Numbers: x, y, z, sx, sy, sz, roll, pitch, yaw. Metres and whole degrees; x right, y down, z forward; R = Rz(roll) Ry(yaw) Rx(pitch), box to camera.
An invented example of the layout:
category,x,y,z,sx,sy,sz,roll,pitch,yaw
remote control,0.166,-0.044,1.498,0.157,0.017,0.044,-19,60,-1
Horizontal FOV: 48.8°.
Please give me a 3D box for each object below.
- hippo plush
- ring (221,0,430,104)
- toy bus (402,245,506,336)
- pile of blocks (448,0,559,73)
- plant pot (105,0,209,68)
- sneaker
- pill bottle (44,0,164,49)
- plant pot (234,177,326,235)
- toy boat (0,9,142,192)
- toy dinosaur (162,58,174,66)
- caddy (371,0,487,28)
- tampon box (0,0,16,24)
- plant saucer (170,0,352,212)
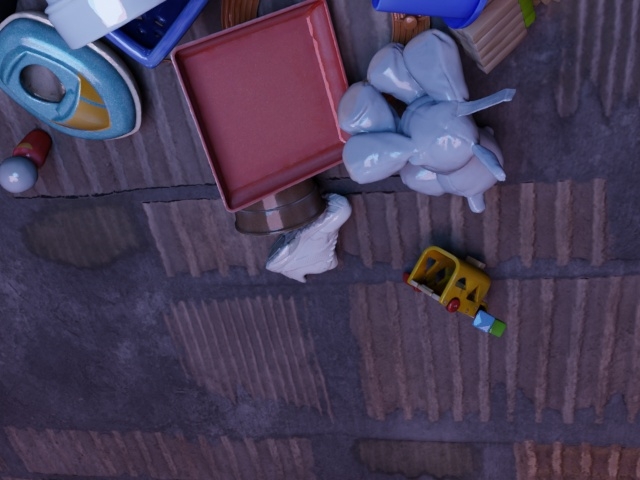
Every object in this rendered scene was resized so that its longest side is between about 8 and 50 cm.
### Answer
category,x,y,z,sx,sy,sz,roll,pitch,yaw
hippo plush,0.196,-0.176,1.098,0.294,0.234,0.237,3,171,35
ring,0.003,-0.335,1.117,0.337,0.032,0.336,5,126,7
toy bus,0.261,0.080,1.308,0.191,0.202,0.104,28,95,0
pile of blocks,0.290,-0.417,0.975,0.112,0.149,0.362,49,120,29
plant pot,-0.236,-0.427,0.987,0.236,0.212,0.236,39,123,-17
sneaker,0.000,0.000,1.329,0.115,0.090,0.232,31,134,-19
pill bottle,-0.309,-0.422,0.737,0.229,0.229,0.407,-19,118,23
plant pot,-0.088,-0.116,1.216,0.167,0.167,0.165,-7,116,15
toy boat,-0.459,-0.216,1.210,0.268,0.148,0.318,30,128,-20
toy dinosaur,-0.216,-0.280,1.207,0.090,0.047,0.082,16,145,42
caddy,0.146,-0.430,0.854,0.179,0.241,0.341,-4,122,-9
tampon box,-0.568,-0.379,1.142,0.102,0.120,0.161,26,126,-7
plant saucer,-0.077,-0.209,1.085,0.259,0.048,0.258,-27,116,-21
